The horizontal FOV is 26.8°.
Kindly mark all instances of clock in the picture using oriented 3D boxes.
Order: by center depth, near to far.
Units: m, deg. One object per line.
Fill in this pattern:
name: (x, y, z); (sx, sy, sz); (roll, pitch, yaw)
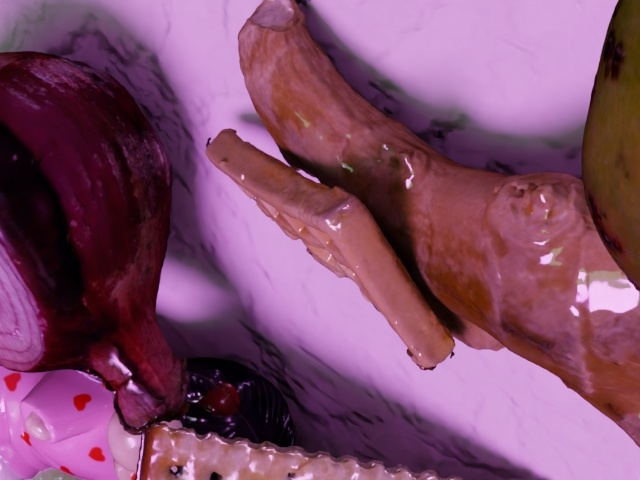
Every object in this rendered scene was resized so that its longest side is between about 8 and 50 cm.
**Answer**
clock: (-0.101, 0.138, 0.819); (0.195, 0.100, 0.194); (9, 131, 33)

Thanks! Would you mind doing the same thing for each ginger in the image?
ginger: (0.087, 0.004, 0.589); (0.334, 0.081, 0.148); (33, 164, 20)

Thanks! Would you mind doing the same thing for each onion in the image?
onion: (-0.137, 0.003, 0.716); (0.218, 0.140, 0.195); (43, 141, 3)

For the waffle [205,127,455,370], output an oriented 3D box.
waffle: (0.000, 0.000, 0.639); (0.097, 0.023, 0.153); (56, 167, -30)

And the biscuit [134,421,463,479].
biscuit: (0.010, 0.178, 0.711); (0.231, 0.016, 0.139); (10, 104, -4)

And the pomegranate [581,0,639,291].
pomegranate: (0.180, -0.020, 0.409); (0.210, 0.179, 0.179); (-115, 15, -56)
